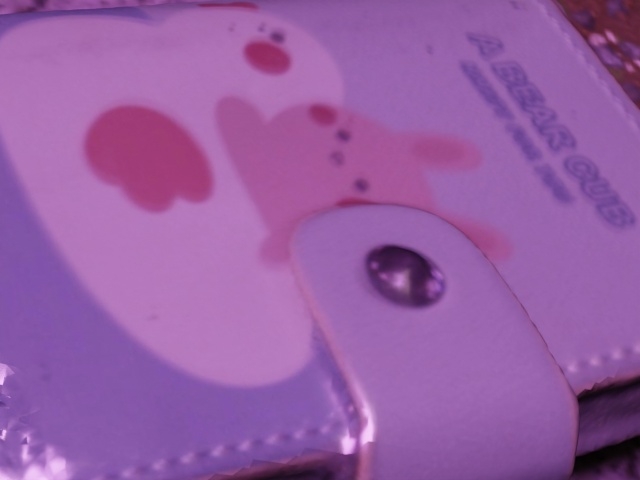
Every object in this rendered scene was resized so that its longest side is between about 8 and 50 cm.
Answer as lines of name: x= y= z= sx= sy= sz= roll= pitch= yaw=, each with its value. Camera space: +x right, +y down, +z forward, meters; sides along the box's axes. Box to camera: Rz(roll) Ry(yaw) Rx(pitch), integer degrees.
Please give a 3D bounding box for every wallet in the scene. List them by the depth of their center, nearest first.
wallet: x=0.000 y=0.000 z=0.681 sx=0.360 sy=0.083 sz=0.252 roll=-10 pitch=53 yaw=-32
